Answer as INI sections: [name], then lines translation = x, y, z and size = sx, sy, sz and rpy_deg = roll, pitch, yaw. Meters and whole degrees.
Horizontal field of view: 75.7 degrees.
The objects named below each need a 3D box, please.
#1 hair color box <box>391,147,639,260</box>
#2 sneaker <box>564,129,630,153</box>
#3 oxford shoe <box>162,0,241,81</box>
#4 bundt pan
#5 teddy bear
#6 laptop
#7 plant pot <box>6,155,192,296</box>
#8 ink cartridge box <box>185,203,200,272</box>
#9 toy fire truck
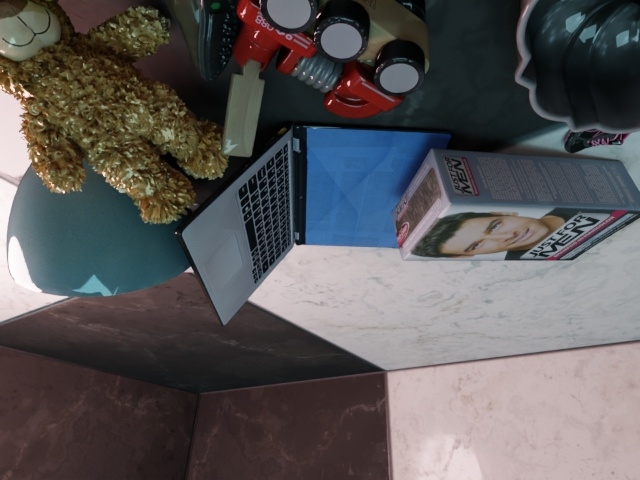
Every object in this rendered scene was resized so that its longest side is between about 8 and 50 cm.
[hair color box]
translation = 0.338, -0.051, 0.732
size = 0.373, 0.114, 0.185
rpy_deg = 1, 150, -13
[sneaker]
translation = 0.440, -0.165, 0.635
size = 0.047, 0.057, 0.119
rpy_deg = 19, 146, -30
[oxford shoe]
translation = -0.145, -0.284, 0.464
size = 0.096, 0.083, 0.227
rpy_deg = 26, 152, 6
[bundt pan]
translation = 0.354, -0.268, 0.403
size = 0.330, 0.124, 0.331
rpy_deg = 1, 150, 1
[teddy bear]
translation = -0.263, -0.165, 0.504
size = 0.245, 0.113, 0.338
rpy_deg = -32, 118, -7
[laptop]
translation = 0.000, 0.000, 0.772
size = 0.236, 0.408, 0.382
rpy_deg = 32, 153, 16
[plant pot]
translation = -0.350, -0.066, 0.673
size = 0.289, 0.290, 0.196
rpy_deg = 4, 114, -4
[ink cartridge box]
translation = -0.300, -0.005, 0.862
size = 0.099, 0.136, 0.056
rpy_deg = 1, 152, 2
[toy fire truck]
translation = -0.018, -0.206, 0.513
size = 0.216, 0.159, 0.246
rpy_deg = 19, 154, -27
